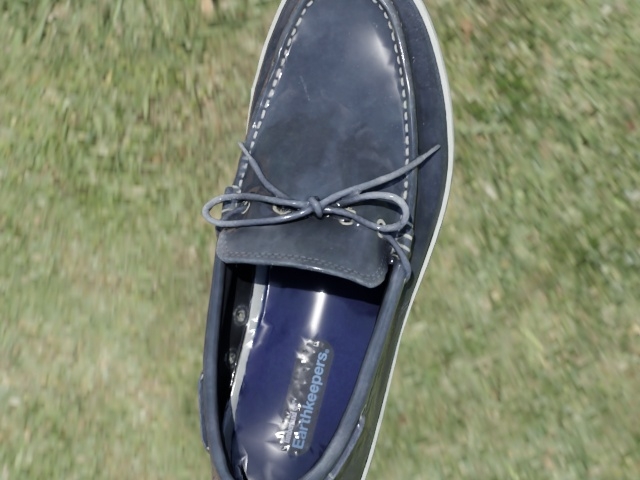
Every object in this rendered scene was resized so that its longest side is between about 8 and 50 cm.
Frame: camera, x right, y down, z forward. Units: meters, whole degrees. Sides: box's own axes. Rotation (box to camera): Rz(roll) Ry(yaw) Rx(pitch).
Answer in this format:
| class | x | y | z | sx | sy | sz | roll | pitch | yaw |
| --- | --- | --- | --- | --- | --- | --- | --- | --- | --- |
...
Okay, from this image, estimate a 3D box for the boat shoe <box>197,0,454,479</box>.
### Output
| class | x | y | z | sx | sy | sz | roll | pitch | yaw |
| --- | --- | --- | --- | --- | --- | --- | --- | --- | --- |
| boat shoe | 0.000 | 0.000 | 1.636 | 0.186 | 0.156 | 0.500 | 10 | 86 | 12 |
